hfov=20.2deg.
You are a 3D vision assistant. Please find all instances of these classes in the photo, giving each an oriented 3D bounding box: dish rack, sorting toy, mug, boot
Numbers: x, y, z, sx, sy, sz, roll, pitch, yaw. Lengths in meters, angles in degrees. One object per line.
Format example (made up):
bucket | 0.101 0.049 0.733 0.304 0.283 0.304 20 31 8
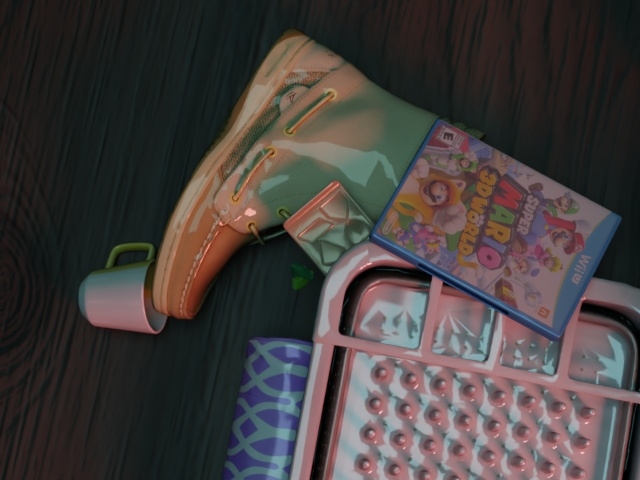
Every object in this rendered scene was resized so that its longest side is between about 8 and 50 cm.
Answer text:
dish rack | 0.116 0.181 1.414 0.285 0.072 0.333 11 81 -4
sorting toy | 0.000 0.000 1.424 0.083 0.012 0.062 -40 98 4
mug | -0.165 0.045 1.509 0.064 0.078 0.062 -3 114 16
boot | -0.003 -0.018 1.475 0.203 0.095 0.262 29 84 9

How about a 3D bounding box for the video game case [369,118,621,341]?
video game case | 0.137 -0.009 1.405 0.166 0.015 0.119 29 67 5

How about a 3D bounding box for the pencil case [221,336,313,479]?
pencil case | -0.031 0.178 1.453 0.088 0.086 0.206 12 84 -29
